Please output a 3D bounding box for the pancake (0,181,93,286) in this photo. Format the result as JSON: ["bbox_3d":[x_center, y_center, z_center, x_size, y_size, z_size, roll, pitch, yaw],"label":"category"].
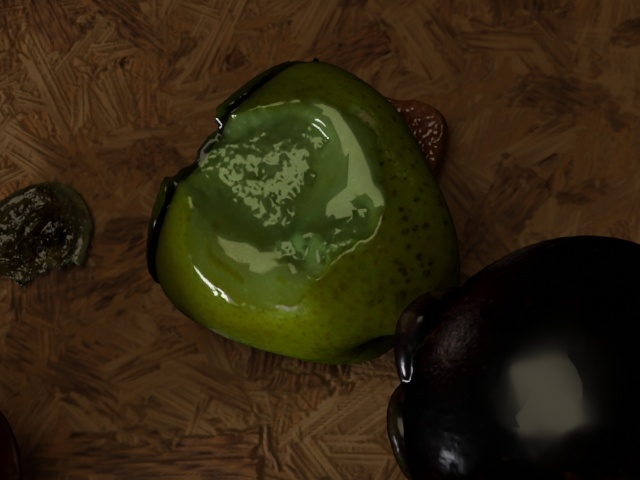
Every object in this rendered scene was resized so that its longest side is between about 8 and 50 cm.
[{"bbox_3d":[-0.299,-0.009,1.635,0.130,0.022,0.116,-19,63,7],"label":"pancake"}]

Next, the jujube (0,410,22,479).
[{"bbox_3d":[-0.434,0.239,1.472,0.318,0.223,0.223,-24,61,21],"label":"jujube"}]

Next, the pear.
[{"bbox_3d":[0.000,0.000,1.414,0.293,0.159,0.292,-2,83,14],"label":"pear"}]

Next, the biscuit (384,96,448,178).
[{"bbox_3d":[0.019,-0.056,1.525,0.192,0.036,0.186,10,75,24],"label":"biscuit"}]

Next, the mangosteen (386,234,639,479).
[{"bbox_3d":[0.191,0.127,1.240,0.297,0.297,0.313,-43,50,-1],"label":"mangosteen"}]
